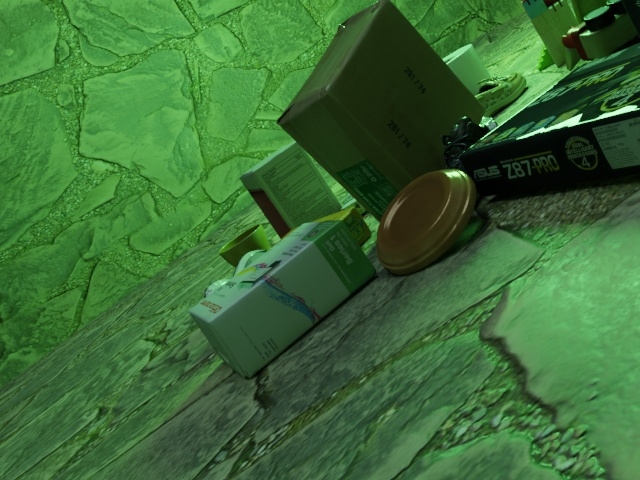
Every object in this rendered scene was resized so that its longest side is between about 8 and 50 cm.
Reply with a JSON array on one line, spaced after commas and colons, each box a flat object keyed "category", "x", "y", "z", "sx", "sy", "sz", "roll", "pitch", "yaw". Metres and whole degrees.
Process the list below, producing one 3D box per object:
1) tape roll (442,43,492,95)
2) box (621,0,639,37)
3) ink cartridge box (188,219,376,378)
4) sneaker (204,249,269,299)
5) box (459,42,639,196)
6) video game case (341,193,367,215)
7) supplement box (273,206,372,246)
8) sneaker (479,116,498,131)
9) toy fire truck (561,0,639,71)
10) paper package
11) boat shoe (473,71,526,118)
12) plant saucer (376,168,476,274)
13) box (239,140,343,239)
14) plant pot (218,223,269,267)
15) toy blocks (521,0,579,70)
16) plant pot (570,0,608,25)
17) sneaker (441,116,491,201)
[{"category": "tape roll", "x": 0.361, "y": -0.414, "z": 1.949, "sx": 0.246, "sy": 0.169, "sz": 0.246, "roll": -32, "pitch": 12, "yaw": 8}, {"category": "box", "x": 0.673, "y": -0.605, "z": 1.072, "sx": 0.297, "sy": 0.479, "sz": 0.472, "roll": -35, "pitch": 12, "yaw": -14}, {"category": "ink cartridge box", "x": -0.072, "y": 0.091, "z": 1.188, "sx": 0.278, "sy": 0.117, "sz": 0.201, "roll": -38, "pitch": 12, "yaw": -16}, {"category": "sneaker", "x": -0.140, "y": 0.097, "z": 1.470, "sx": 0.108, "sy": 0.100, "sz": 0.271, "roll": -2, "pitch": 20, "yaw": 21}, {"category": "box", "x": 0.437, "y": -0.196, "z": 1.012, "sx": 0.318, "sy": 0.097, "sz": 0.395, "roll": -35, "pitch": 10, "yaw": -19}, {"category": "video game case", "x": 0.159, "y": -0.143, "z": 1.709, "sx": 0.210, "sy": 0.041, "sz": 0.232, "roll": -29, "pitch": 12, "yaw": 17}, {"category": "supplement box", "x": 0.000, "y": 0.000, "z": 1.476, "sx": 0.078, "sy": 0.080, "sz": 0.233, "roll": -43, "pitch": 13, "yaw": -35}, {"category": "sneaker", "x": 0.323, "y": -0.223, "z": 1.486, "sx": 0.094, "sy": 0.081, "sz": 0.208, "roll": -35, "pitch": 11, "yaw": 7}, {"category": "toy fire truck", "x": 0.637, "y": -0.470, "z": 1.535, "sx": 0.217, "sy": 0.158, "sz": 0.246, "roll": -35, "pitch": 22, "yaw": -5}, {"category": "paper package", "x": 0.127, "y": -0.245, "z": 1.355, "sx": 0.168, "sy": 0.325, "sz": 0.309, "roll": -19, "pitch": 35, "yaw": 52}, {"category": "boat shoe", "x": 0.427, "y": -0.369, "z": 1.776, "sx": 0.285, "sy": 0.089, "sz": 0.105, "roll": -40, "pitch": 12, "yaw": -30}, {"category": "plant saucer", "x": 0.159, "y": -0.038, "z": 1.105, "sx": 0.200, "sy": 0.037, "sz": 0.200, "roll": -39, "pitch": 27, "yaw": 25}, {"category": "box", "x": -0.068, "y": -0.108, "z": 1.714, "sx": 0.149, "sy": 0.232, "sz": 0.127, "roll": -37, "pitch": 12, "yaw": -19}, {"category": "plant pot", "x": -0.186, "y": 0.033, "z": 1.811, "sx": 0.134, "sy": 0.095, "sz": 0.134, "roll": -32, "pitch": 11, "yaw": 7}, {"category": "toy blocks", "x": 0.622, "y": -0.632, "z": 1.887, "sx": 0.191, "sy": 0.260, "sz": 0.381, "roll": -29, "pitch": 13, "yaw": 25}, {"category": "plant pot", "x": 0.743, "y": -0.628, "z": 1.622, "sx": 0.254, "sy": 0.276, "sz": 0.276, "roll": -12, "pitch": 23, "yaw": 36}, {"category": "sneaker", "x": 0.238, "y": -0.127, "z": 1.205, "sx": 0.227, "sy": 0.130, "sz": 0.087, "roll": -43, "pitch": 12, "yaw": -28}]
